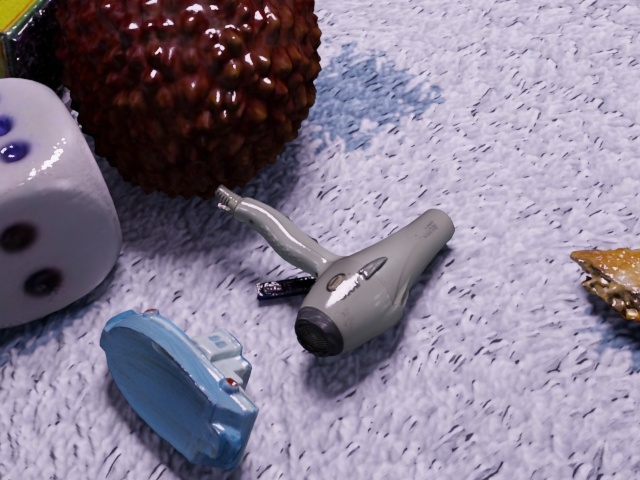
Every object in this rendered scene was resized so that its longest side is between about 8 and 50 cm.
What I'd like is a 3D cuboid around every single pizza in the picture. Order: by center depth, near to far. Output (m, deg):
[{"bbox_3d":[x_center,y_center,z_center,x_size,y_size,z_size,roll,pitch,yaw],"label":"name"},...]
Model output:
[{"bbox_3d":[0.338,0.054,0.949,0.199,0.062,0.188,18,40,28],"label":"pizza"}]

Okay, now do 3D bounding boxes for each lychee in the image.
[{"bbox_3d":[-0.144,-0.206,1.084,0.306,0.306,0.330,0,75,6],"label":"lychee"}]

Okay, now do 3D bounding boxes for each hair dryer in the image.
[{"bbox_3d":[0.033,0.001,1.004,0.219,0.088,0.225,-17,55,-29],"label":"hair dryer"}]

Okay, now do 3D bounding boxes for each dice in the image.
[{"bbox_3d":[-0.328,-0.039,1.011,0.194,0.191,0.193,-24,51,-17],"label":"dice"}]

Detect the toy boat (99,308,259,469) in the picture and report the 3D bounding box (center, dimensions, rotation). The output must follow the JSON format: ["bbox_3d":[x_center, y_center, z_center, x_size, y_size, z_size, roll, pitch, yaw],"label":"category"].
[{"bbox_3d":[-0.125,0.129,0.926,0.215,0.088,0.102,34,26,31],"label":"toy boat"}]

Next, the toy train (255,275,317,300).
[{"bbox_3d":[-0.025,0.049,1.015,0.083,0.017,0.017,-8,63,0],"label":"toy train"}]

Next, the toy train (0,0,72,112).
[{"bbox_3d":[-0.391,-0.230,1.153,0.178,0.260,0.134,22,54,7],"label":"toy train"}]
